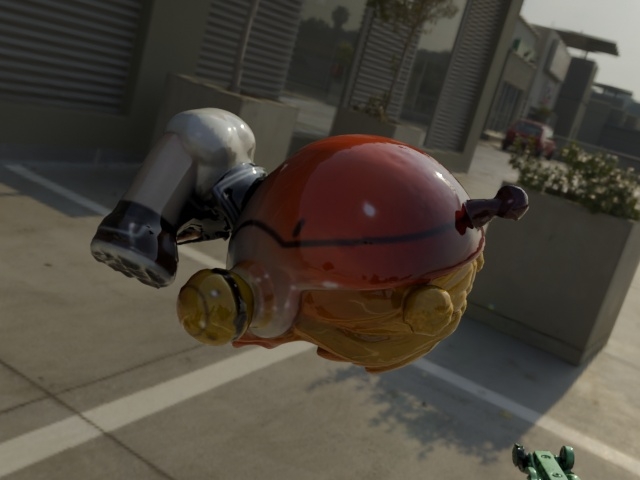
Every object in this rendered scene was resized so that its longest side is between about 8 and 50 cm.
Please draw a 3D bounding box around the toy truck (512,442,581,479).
[{"bbox_3d":[0.294,0.317,0.860,0.080,0.078,0.154,2,6,2],"label":"toy truck"}]

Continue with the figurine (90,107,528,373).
[{"bbox_3d":[-0.001,-0.005,0.600,0.323,0.196,0.320,18,22,16],"label":"figurine"}]
